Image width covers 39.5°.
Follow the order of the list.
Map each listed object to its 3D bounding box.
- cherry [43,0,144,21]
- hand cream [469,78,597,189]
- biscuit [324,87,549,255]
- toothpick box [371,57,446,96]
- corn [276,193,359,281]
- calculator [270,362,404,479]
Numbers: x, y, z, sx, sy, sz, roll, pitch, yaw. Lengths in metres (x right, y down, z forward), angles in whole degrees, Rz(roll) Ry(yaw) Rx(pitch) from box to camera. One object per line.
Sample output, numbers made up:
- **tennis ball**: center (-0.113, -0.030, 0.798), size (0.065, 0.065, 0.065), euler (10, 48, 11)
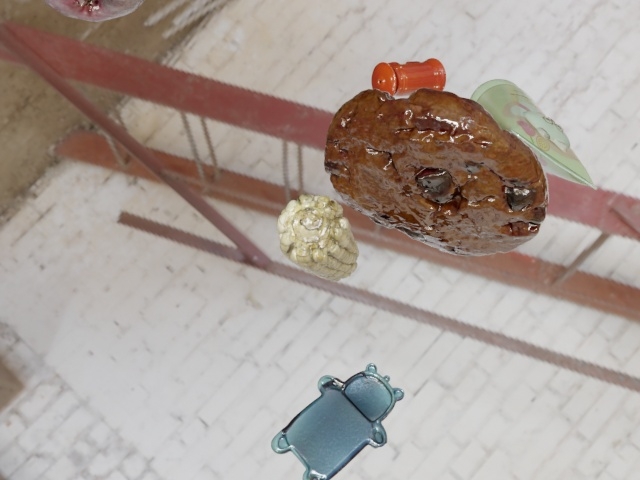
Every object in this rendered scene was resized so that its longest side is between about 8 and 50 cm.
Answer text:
- **cherry**: center (-0.416, -0.500, 1.625), size (0.266, 0.213, 0.184), euler (-96, -164, -45)
- **hand cream**: center (0.287, -0.157, 1.284), size (0.093, 0.147, 0.306), euler (-53, -162, 17)
- **biscuit**: center (0.091, -0.050, 0.729), size (0.049, 0.192, 0.192), euler (-61, 175, -29)
- **toothpick box**: center (0.102, -0.190, 1.050), size (0.083, 0.047, 0.047), euler (-11, 146, -33)
- **corn**: center (0.000, 0.000, 1.069), size (0.087, 0.087, 0.211), euler (-49, 169, -2)
- **calculator**: center (0.021, 0.184, 0.905), size (0.141, 0.094, 0.019), euler (-39, 164, -18)
